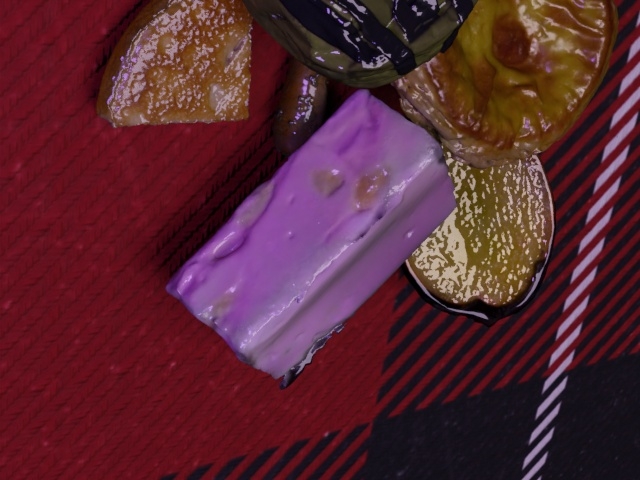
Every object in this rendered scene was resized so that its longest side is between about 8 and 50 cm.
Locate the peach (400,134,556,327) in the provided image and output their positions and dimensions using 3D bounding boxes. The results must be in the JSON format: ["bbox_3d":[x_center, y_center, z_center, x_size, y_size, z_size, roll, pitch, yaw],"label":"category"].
[{"bbox_3d":[0.150,-0.043,1.166,0.189,0.068,0.279,-20,107,-20],"label":"peach"}]

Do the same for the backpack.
[{"bbox_3d":[0.018,-0.246,0.852,0.207,0.140,0.253,-37,94,-9],"label":"backpack"}]

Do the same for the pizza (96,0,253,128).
[{"bbox_3d":[-0.114,-0.150,0.930,0.175,0.046,0.134,-40,130,-10],"label":"pizza"}]

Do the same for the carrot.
[{"bbox_3d":[0.002,-0.193,0.992,0.049,0.049,0.254,3,110,-37],"label":"carrot"}]

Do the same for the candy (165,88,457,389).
[{"bbox_3d":[0.000,0.000,1.017,0.265,0.116,0.155,-45,156,-2],"label":"candy"}]

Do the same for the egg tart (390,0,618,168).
[{"bbox_3d":[0.161,-0.211,1.035,0.295,0.116,0.294,-10,108,-34],"label":"egg tart"}]
